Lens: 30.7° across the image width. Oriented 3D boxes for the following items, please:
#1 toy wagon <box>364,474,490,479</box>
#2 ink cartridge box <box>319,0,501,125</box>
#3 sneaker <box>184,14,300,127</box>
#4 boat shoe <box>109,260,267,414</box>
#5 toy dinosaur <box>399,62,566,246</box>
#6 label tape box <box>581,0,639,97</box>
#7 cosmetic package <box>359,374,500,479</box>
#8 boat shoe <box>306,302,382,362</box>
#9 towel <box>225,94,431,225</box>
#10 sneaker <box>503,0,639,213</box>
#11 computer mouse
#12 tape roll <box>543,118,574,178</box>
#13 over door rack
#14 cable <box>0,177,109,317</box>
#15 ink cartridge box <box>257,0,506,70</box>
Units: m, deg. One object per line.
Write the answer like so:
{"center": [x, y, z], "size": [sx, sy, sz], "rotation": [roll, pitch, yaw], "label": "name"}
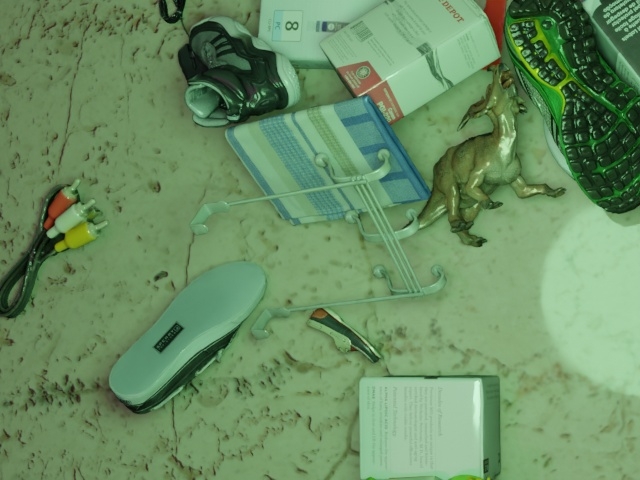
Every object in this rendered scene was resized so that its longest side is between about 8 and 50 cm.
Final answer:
{"center": [0.165, 0.427, 1.667], "size": [0.267, 0.068, 0.344], "rotation": [28, 128, -5], "label": "toy wagon"}
{"center": [0.132, -0.284, 1.728], "size": [0.218, 0.092, 0.158], "rotation": [-33, 46, 3], "label": "ink cartridge box"}
{"center": [-0.163, -0.263, 1.824], "size": [0.153, 0.101, 0.269], "rotation": [-29, 44, -27], "label": "sneaker"}
{"center": [-0.201, 0.163, 1.888], "size": [0.113, 0.105, 0.306], "rotation": [34, 72, 29], "label": "boat shoe"}
{"center": [0.229, -0.116, 1.757], "size": [0.296, 0.127, 0.200], "rotation": [-37, 62, 34], "label": "toy dinosaur"}
{"center": [0.555, -0.248, 1.588], "size": [0.249, 0.115, 0.347], "rotation": [-34, 74, 4], "label": "label tape box"}
{"center": [0.165, 0.276, 1.728], "size": [0.184, 0.151, 0.151], "rotation": [-2, 85, 18], "label": "cosmetic package"}
{"center": [0.038, 0.153, 1.834], "size": [0.137, 0.049, 0.043], "rotation": [38, 85, 24], "label": "boat shoe"}
{"center": [0.009, -0.117, 1.766], "size": [0.285, 0.209, 0.034], "rotation": [-9, 39, 39], "label": "towel"}
{"center": [0.368, -0.199, 1.640], "size": [0.134, 0.146, 0.343], "rotation": [-26, 92, 2], "label": "sneaker"}
{"center": [-0.224, -0.344, 1.970], "size": [0.071, 0.041, 0.242], "rotation": [-28, 77, 16], "label": "computer mouse"}
{"center": [0.441, -0.175, 1.710], "size": [0.219, 0.072, 0.219], "rotation": [-2, 84, 19], "label": "tape roll"}
{"center": [0.000, 0.000, 1.760], "size": [0.324, 0.108, 0.239], "rotation": [-15, 121, 23], "label": "over door rack"}
{"center": [-0.488, 0.007, 2.017], "size": [0.287, 0.072, 0.139], "rotation": [-40, 69, 12], "label": "cable"}
{"center": [0.098, -0.426, 1.840], "size": [0.385, 0.091, 0.308], "rotation": [4, 87, 20], "label": "ink cartridge box"}
